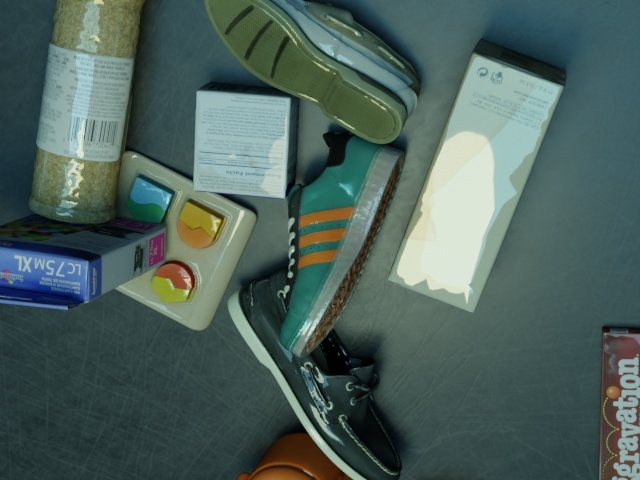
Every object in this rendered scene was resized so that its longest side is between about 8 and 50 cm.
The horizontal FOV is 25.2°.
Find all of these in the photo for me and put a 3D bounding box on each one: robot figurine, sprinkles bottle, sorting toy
[{"bbox_3d":[-0.038,0.341,1.924,0.158,0.219,0.128,28,110,4],"label":"robot figurine"},{"bbox_3d":[-0.302,-0.204,1.860,0.121,0.121,0.356,12,103,6],"label":"sprinkles bottle"},{"bbox_3d":[-0.215,0.003,1.957,0.208,0.038,0.193,26,108,1],"label":"sorting toy"}]

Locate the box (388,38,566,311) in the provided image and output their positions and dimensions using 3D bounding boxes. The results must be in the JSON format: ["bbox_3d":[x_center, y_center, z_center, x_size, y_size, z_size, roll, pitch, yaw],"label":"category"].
[{"bbox_3d":[0.199,-0.083,1.811,0.121,0.148,0.311,21,106,4],"label":"box"}]

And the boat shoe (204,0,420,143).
[{"bbox_3d":[-0.009,-0.246,1.820,0.302,0.103,0.113,37,140,-6],"label":"boat shoe"}]

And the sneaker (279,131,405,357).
[{"bbox_3d":[0.000,0.000,1.859,0.121,0.108,0.302,22,80,13],"label":"sneaker"}]

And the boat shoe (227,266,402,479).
[{"bbox_3d":[0.019,0.180,1.921,0.113,0.127,0.340,-38,84,21],"label":"boat shoe"}]

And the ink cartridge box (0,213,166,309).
[{"bbox_3d":[-0.335,0.020,1.810,0.185,0.311,0.065,7,104,14],"label":"ink cartridge box"}]

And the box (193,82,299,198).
[{"bbox_3d":[-0.097,-0.132,1.883,0.126,0.072,0.137,6,105,7],"label":"box"}]

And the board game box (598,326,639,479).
[{"bbox_3d":[0.448,0.255,1.923,0.145,0.027,0.281,1,105,10],"label":"board game box"}]
